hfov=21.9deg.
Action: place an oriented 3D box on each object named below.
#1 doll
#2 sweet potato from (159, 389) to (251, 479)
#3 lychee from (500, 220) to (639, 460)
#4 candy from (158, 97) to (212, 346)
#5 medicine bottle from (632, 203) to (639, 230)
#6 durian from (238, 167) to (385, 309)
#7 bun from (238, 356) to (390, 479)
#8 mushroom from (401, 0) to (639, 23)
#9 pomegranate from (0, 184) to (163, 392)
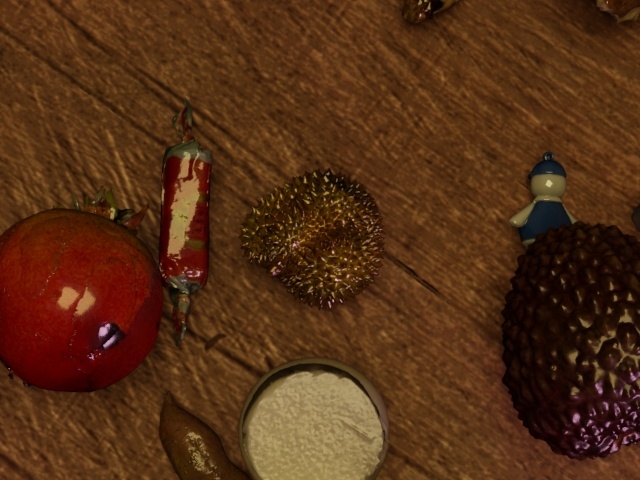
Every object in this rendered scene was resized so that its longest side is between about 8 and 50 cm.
[{"bbox_3d":[0.264,-0.034,1.931,0.099,0.057,0.143,6,80,-21],"label":"doll"},{"bbox_3d":[-0.120,0.270,1.880,0.068,0.068,0.226,-39,86,-6],"label":"sweet potato"},{"bbox_3d":[0.313,0.103,1.826,0.271,0.271,0.271,0,82,-1],"label":"lychee"},{"bbox_3d":[-0.156,-0.023,1.910,0.059,0.086,0.292,2,83,-3],"label":"candy"},{"bbox_3d":[0.431,-0.027,1.864,0.094,0.188,0.119,-40,84,-6],"label":"medicine bottle"},{"bbox_3d":[0.000,0.000,1.890,0.168,0.137,0.158,-36,103,-19],"label":"durian"},{"bbox_3d":[-0.006,0.215,1.860,0.173,0.120,0.173,0,88,4],"label":"bun"},{"bbox_3d":[0.260,-0.373,1.934,0.302,0.208,0.233,8,41,11],"label":"mushroom"},{"bbox_3d":[-0.273,0.055,1.845,0.210,0.210,0.235,19,61,2],"label":"pomegranate"}]
